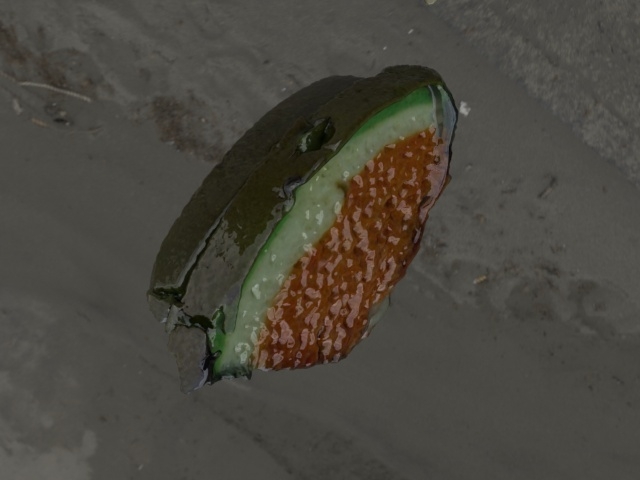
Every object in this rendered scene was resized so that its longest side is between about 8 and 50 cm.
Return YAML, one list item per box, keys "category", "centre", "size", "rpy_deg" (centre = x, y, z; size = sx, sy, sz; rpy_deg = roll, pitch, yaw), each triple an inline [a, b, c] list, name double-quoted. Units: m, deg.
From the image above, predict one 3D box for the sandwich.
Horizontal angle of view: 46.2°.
- category: "sandwich"
  centre: [0.000, -0.013, 0.600]
  size: [0.109, 0.212, 0.292]
  rpy_deg: [27, 89, 40]

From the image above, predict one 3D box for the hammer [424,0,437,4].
- category: "hammer"
  centre: [0.120, -0.407, 1.016]
  size: [0.062, 0.013, 0.199]
  rpy_deg: [-20, 131, 10]
